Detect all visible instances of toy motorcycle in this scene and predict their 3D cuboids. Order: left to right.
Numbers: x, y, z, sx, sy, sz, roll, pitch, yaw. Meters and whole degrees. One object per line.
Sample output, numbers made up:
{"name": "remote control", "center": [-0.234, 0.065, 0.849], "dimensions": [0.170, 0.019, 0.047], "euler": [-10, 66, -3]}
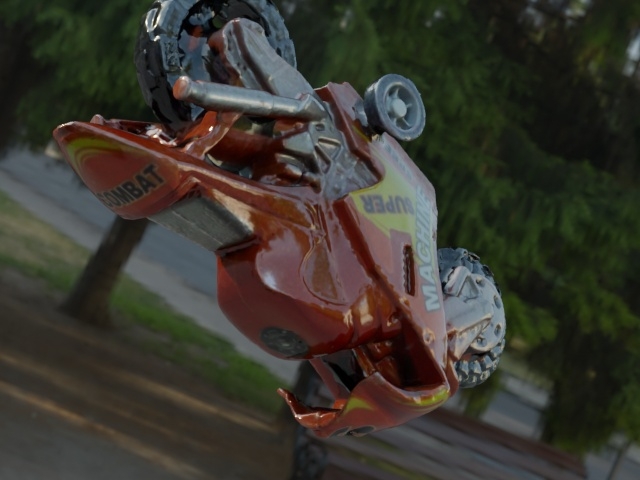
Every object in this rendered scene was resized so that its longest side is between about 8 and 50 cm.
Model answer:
{"name": "toy motorcycle", "center": [0.000, -0.001, 0.710], "dimensions": [0.089, 0.171, 0.298], "euler": [-11, -50, 50]}
